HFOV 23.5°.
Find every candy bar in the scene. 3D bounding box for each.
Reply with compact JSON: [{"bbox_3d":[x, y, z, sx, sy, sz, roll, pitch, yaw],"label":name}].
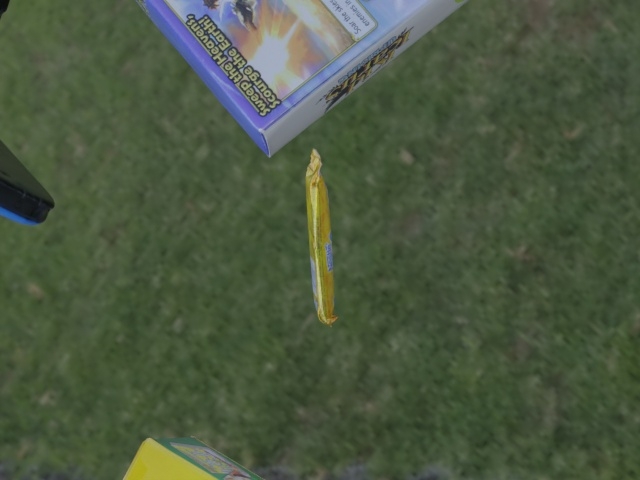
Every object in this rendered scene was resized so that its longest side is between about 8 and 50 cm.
[{"bbox_3d":[0.000,0.000,1.330,0.018,0.161,0.040,-9,28,-8],"label":"candy bar"}]

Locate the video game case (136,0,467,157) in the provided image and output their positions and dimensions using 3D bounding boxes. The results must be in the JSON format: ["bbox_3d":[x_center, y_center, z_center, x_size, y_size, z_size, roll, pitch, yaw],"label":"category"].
[{"bbox_3d":[-0.022,-0.227,0.923,0.244,0.269,0.061,-38,-12,-7],"label":"video game case"}]

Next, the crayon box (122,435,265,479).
[{"bbox_3d":[-0.041,0.369,1.152,0.363,0.106,0.313,28,90,19],"label":"crayon box"}]

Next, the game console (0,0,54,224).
[{"bbox_3d":[-0.278,-0.176,0.951,0.173,0.293,0.250,-54,46,6],"label":"game console"}]
